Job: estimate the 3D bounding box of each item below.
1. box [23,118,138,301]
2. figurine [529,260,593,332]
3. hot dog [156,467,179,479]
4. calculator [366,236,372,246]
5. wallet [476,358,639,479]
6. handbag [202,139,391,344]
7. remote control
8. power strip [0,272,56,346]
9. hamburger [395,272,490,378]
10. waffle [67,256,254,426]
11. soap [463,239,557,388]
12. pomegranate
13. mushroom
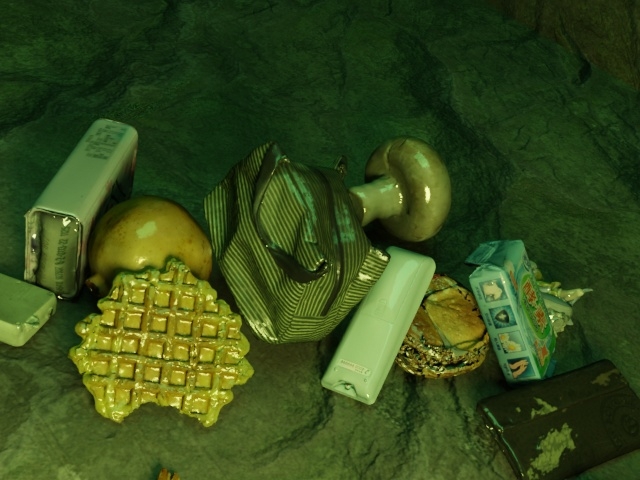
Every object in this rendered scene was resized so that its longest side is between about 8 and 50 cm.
[{"bbox_3d":[-0.446,-0.067,1.552,0.112,0.190,0.369,12,32,-1],"label":"box"},{"bbox_3d":[0.440,0.116,1.670,0.208,0.128,0.184,11,30,-19],"label":"figurine"},{"bbox_3d":[-0.220,0.358,1.163,0.037,0.021,0.083,31,28,-13],"label":"hot dog"},{"bbox_3d":[0.000,0.000,1.747,0.220,0.048,0.329,6,32,-9],"label":"calculator"},{"bbox_3d":[0.430,0.309,1.415,0.321,0.044,0.170,-9,59,-30],"label":"wallet"},{"bbox_3d":[-0.044,-0.004,1.449,0.247,0.240,0.340,6,53,-46],"label":"handbag"},{"bbox_3d":[0.103,0.139,1.447,0.103,0.051,0.293,17,65,23],"label":"remote control"},{"bbox_3d":[-0.578,0.095,1.392,0.270,0.046,0.118,18,31,8],"label":"power strip"},{"bbox_3d":[0.211,0.160,1.536,0.231,0.107,0.231,13,34,-9],"label":"hamburger"},{"bbox_3d":[-0.250,0.175,1.296,0.291,0.051,0.291,2,79,-12],"label":"waffle"},{"bbox_3d":[0.358,0.136,1.514,0.077,0.293,0.156,-14,17,32],"label":"soap"},{"bbox_3d":[-0.297,0.027,1.444,0.233,0.233,0.233,10,34,-7],"label":"pomegranate"},{"bbox_3d":[0.157,-0.106,1.790,0.243,0.243,0.243,10,34,-7],"label":"mushroom"}]
